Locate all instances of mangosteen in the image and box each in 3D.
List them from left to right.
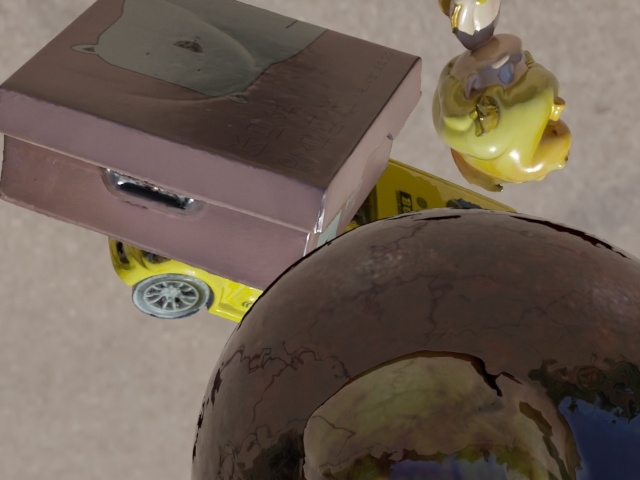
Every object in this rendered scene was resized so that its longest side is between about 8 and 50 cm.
[{"bbox_3d":[0.047,0.086,0.549,0.200,0.200,0.200,-9,151,-5],"label":"mangosteen"}]

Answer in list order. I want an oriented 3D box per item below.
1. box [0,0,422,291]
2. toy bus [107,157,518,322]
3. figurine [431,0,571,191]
[{"bbox_3d":[-0.066,-0.071,1.213,0.215,0.215,0.086,18,122,10],"label":"box"},{"bbox_3d":[0.000,0.000,1.514,0.330,0.144,0.152,20,139,-29],"label":"toy bus"},{"bbox_3d":[0.151,-0.158,1.785,0.131,0.246,0.156,-6,-159,30],"label":"figurine"}]
